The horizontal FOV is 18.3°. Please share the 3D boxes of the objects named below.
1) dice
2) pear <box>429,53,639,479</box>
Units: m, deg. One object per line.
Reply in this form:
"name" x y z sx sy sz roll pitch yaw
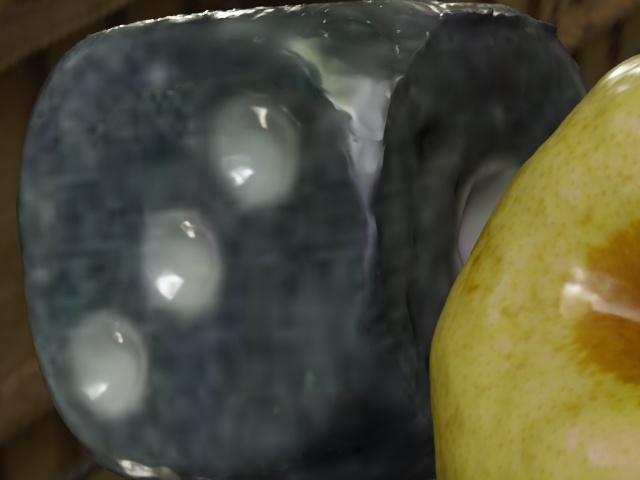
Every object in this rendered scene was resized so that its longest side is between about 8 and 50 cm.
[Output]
"dice" 0.000 0.000 0.793 0.181 0.183 0.182 -4 -88 -55
"pear" 0.112 0.041 0.435 0.178 0.178 0.178 -36 -38 -35
